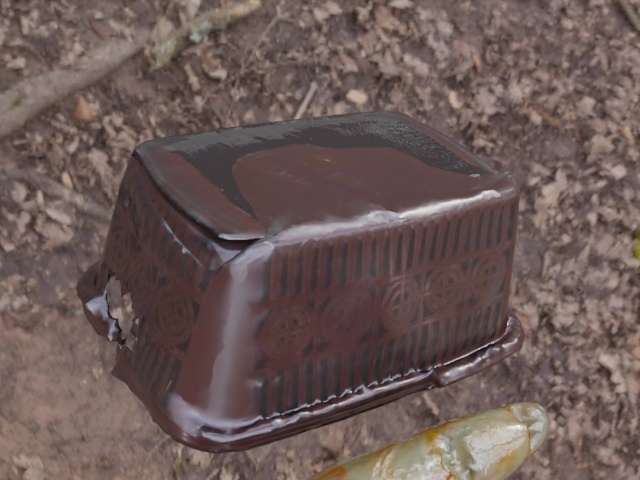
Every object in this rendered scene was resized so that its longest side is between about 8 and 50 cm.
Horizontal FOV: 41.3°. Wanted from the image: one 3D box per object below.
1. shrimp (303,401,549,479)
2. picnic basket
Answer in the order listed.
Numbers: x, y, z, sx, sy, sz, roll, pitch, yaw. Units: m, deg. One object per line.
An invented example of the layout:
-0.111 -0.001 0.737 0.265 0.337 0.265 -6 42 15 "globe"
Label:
0.004 0.171 0.498 0.294 0.154 0.062 -23 70 -3 "shrimp"
0.000 0.000 0.572 0.296 0.129 0.222 -12 36 -35 "picnic basket"
